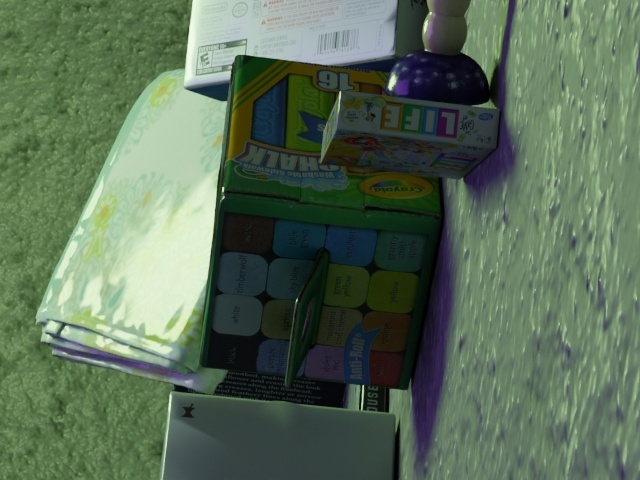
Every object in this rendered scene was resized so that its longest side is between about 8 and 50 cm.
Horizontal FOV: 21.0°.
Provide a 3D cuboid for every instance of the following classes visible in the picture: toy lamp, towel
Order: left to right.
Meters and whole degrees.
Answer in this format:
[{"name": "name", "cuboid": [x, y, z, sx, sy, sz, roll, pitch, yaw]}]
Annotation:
[{"name": "towel", "cuboid": [-0.145, -0.023, 1.904, 0.320, 0.090, 0.375, 9, 71, 51]}, {"name": "toy lamp", "cuboid": [0.093, -0.227, 1.109, 0.080, 0.080, 0.275, -94, 8, -73]}]

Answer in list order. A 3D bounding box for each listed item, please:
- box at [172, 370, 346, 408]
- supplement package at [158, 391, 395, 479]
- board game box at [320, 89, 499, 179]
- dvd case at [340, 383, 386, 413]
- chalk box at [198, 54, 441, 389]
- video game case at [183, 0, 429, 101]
[{"name": "box", "cuboid": [-0.067, 0.089, 2.146, 0.395, 0.211, 0.294, 102, 174, -55]}, {"name": "supplement package", "cuboid": [-0.051, 0.292, 1.513, 0.263, 0.199, 0.198, 100, 175, -51]}, {"name": "board game box", "cuboid": [0.057, -0.069, 1.164, 0.154, 0.103, 0.026, 120, 156, -83]}, {"name": "dvd case", "cuboid": [0.037, 0.197, 1.689, 0.239, 0.029, 0.179, 101, 175, -51]}, {"name": "chalk box", "cuboid": [0.000, 0.000, 1.423, 0.289, 0.179, 0.180, -90, 7, -54]}, {"name": "video game case", "cuboid": [-0.005, -0.266, 1.624, 0.269, 0.061, 0.244, -3, 78, 41]}]
